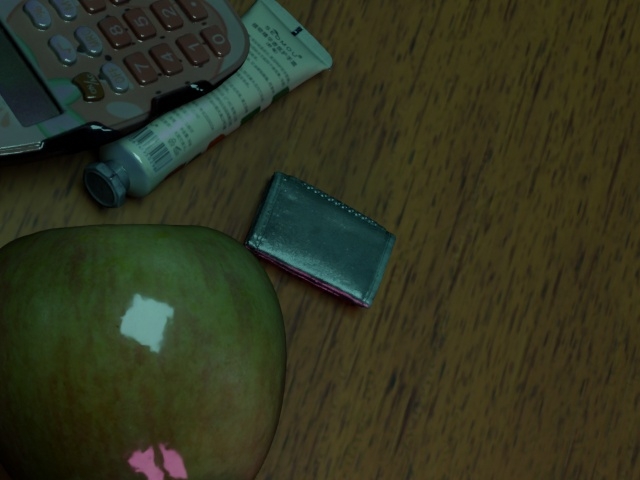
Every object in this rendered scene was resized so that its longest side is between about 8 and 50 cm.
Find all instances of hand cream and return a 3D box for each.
[{"bbox_3d":[-0.102,-0.121,1.661,0.095,0.059,0.276,45,57,4],"label":"hand cream"}]

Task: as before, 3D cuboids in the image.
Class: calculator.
[{"bbox_3d":[-0.215,-0.174,1.606,0.329,0.048,0.220,-25,66,-29],"label":"calculator"}]

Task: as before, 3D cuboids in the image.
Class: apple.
[{"bbox_3d":[-0.152,0.104,1.446,0.257,0.257,0.234,2,88,-23],"label":"apple"}]

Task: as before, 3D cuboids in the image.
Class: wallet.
[{"bbox_3d":[0.000,0.000,1.677,0.129,0.026,0.088,28,60,-12],"label":"wallet"}]
